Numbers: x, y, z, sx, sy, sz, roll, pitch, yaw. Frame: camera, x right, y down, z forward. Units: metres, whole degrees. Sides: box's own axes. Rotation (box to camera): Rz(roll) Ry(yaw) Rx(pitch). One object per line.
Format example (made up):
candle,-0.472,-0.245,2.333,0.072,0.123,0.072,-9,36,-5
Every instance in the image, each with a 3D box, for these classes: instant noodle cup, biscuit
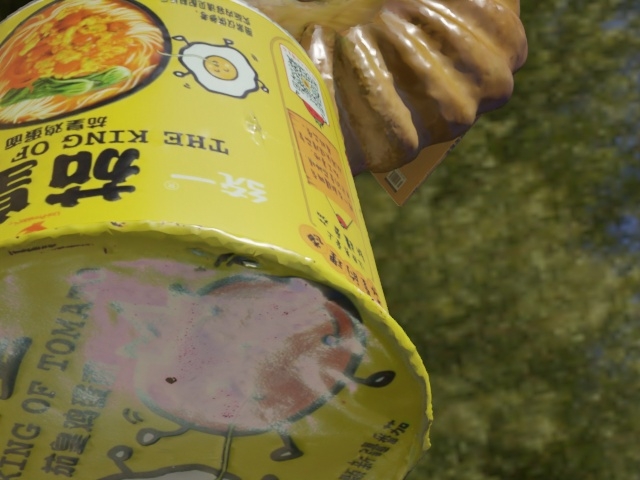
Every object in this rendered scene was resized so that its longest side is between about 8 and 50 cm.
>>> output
instant noodle cup,-0.108,0.018,1.019,0.325,0.326,0.254,104,-13,-44
biscuit,0.010,-0.188,1.428,0.107,0.326,0.325,86,-16,-48

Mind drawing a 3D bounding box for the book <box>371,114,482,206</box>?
book,0.116,-0.141,2.064,0.172,0.012,0.118,-49,-121,21
